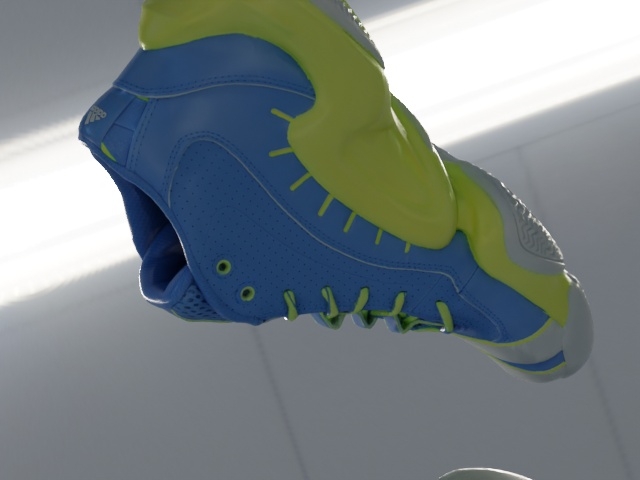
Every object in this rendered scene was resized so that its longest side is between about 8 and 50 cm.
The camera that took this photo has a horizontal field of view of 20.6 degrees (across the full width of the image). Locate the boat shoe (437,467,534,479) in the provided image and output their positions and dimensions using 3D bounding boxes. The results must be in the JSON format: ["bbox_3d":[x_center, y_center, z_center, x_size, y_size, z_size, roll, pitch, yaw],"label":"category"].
[{"bbox_3d":[0.119,0.171,0.799,0.227,0.079,0.081,25,-74,-38],"label":"boat shoe"}]

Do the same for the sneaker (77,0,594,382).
[{"bbox_3d":[0.000,0.000,0.673,0.126,0.091,0.240,-47,-64,-7],"label":"sneaker"}]
